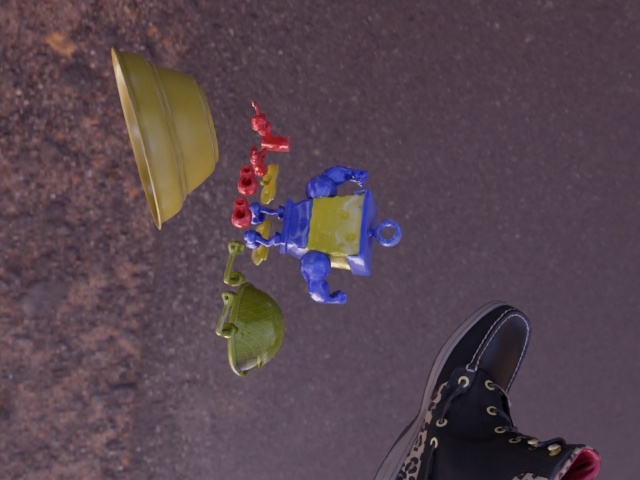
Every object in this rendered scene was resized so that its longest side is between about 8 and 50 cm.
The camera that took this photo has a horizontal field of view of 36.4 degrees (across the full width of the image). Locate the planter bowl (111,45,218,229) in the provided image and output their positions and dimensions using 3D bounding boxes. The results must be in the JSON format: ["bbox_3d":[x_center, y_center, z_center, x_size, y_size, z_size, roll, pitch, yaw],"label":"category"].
[{"bbox_3d":[-0.174,-0.128,1.140,0.090,0.217,0.217,-15,141,-13],"label":"planter bowl"}]

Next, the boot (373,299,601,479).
[{"bbox_3d":[0.255,0.265,1.324,0.138,0.284,0.377,47,69,-30],"label":"boot"}]

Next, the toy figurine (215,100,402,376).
[{"bbox_3d":[0.000,0.000,1.311,0.217,0.362,0.191,4,155,5],"label":"toy figurine"}]
